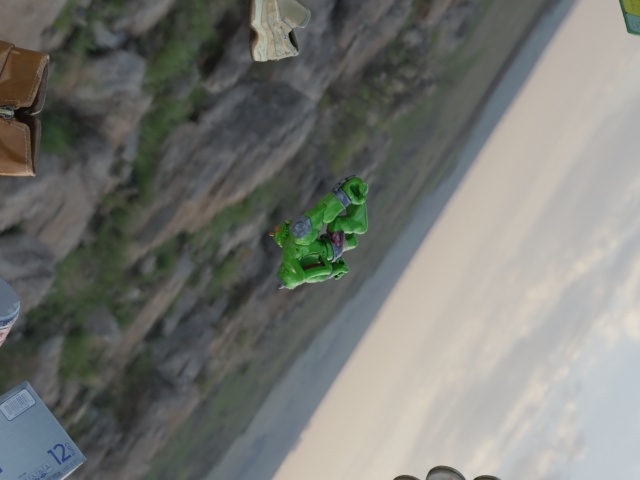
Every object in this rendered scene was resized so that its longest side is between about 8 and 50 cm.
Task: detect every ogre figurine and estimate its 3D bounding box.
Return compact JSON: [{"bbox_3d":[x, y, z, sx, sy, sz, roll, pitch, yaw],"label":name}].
[{"bbox_3d":[0.000,0.000,1.761,0.118,0.097,0.197,-25,170,-29],"label":"ogre figurine"}]

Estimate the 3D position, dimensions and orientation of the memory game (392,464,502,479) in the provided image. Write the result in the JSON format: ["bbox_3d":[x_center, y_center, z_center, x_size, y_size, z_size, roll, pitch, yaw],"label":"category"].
[{"bbox_3d":[0.131,0.272,1.164,0.186,0.186,0.012,-61,179,40],"label":"memory game"}]

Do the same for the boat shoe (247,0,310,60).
[{"bbox_3d":[-0.048,-0.272,1.529,0.190,0.072,0.068,91,3,-73],"label":"boat shoe"}]

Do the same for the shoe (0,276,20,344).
[{"bbox_3d":[-0.344,0.035,1.163,0.063,0.178,0.081,-27,155,-51],"label":"shoe"}]

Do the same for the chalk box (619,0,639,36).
[{"bbox_3d":[0.402,-0.291,1.400,0.213,0.132,0.132,-46,137,-20],"label":"chalk box"}]

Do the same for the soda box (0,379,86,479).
[{"bbox_3d":[-0.334,0.234,1.051,0.286,0.091,0.098,-36,177,-40],"label":"soda box"}]

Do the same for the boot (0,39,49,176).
[{"bbox_3d":[-0.385,-0.195,1.305,0.109,0.220,0.283,-83,176,-89],"label":"boot"}]
